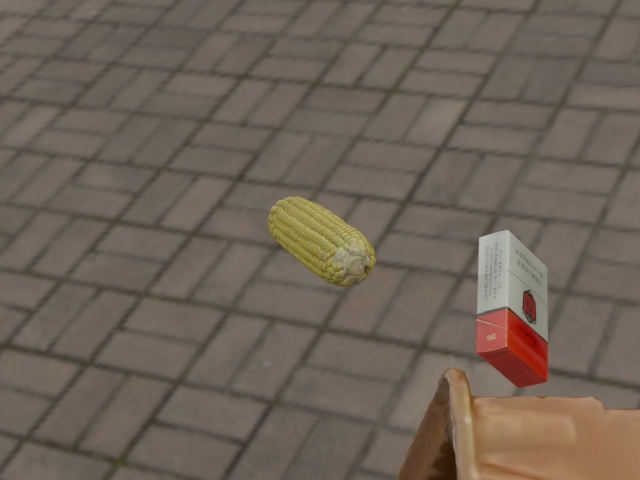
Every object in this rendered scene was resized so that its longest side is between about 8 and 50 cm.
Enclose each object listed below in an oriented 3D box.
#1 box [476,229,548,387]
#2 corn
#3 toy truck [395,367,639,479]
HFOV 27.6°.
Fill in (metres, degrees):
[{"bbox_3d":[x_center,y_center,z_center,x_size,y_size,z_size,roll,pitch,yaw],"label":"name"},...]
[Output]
[{"bbox_3d":[0.221,0.079,1.491,0.048,0.100,0.152,-16,52,35],"label":"box"},{"bbox_3d":[0.000,0.000,1.716,0.081,0.081,0.248,-23,22,-14],"label":"corn"},{"bbox_3d":[0.109,0.235,0.302,0.206,0.173,0.388,-1,64,-5],"label":"toy truck"}]
